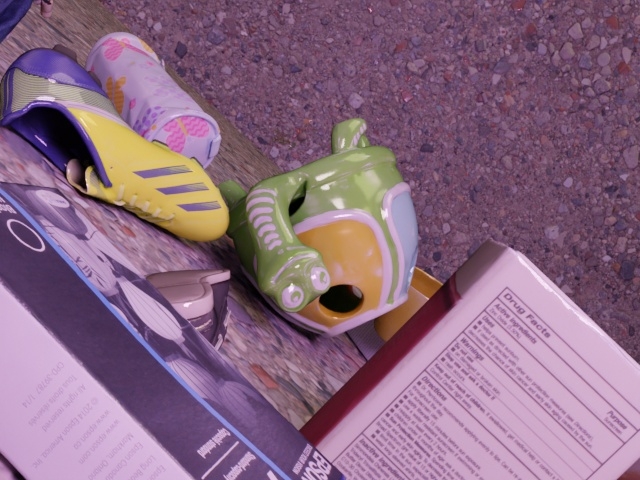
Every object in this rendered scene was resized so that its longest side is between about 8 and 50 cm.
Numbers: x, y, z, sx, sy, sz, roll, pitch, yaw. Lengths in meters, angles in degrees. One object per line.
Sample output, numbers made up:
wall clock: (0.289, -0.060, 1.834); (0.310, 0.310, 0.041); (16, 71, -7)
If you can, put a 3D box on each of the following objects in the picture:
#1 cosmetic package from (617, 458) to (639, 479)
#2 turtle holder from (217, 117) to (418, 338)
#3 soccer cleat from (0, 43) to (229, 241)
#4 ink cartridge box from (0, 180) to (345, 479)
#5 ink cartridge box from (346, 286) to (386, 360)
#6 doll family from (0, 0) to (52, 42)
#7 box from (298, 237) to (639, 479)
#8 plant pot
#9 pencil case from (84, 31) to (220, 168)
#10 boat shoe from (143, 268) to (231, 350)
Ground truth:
cosmetic package: (0.253, 0.187, 0.650); (0.153, 0.296, 0.129); (-21, 81, -36)
turtle holder: (0.016, -0.007, 0.962); (0.320, 0.243, 0.228); (138, -72, -79)
soccer cleat: (-0.205, -0.069, 0.794); (0.289, 0.093, 0.121); (44, 34, -38)
ink cartridge box: (-0.084, 0.098, 0.412); (0.332, 0.065, 0.165); (45, 5, 5)
ink cartridge box: (0.147, 0.181, 1.337); (0.324, 0.071, 0.330); (36, 8, -37)
doll family: (-0.339, -0.270, 0.806); (0.118, 0.163, 0.263); (45, 6, 14)
box: (0.096, 0.132, 0.543); (0.148, 0.232, 0.127); (44, 7, 1)
plant pot: (0.130, 0.104, 1.111); (0.134, 0.095, 0.134); (30, 15, -9)
pencil case: (-0.251, -0.201, 1.152); (0.124, 0.114, 0.273); (7, 31, -42)
boat shoe: (-0.109, 0.061, 0.625); (0.206, 0.075, 0.065); (-133, -142, -83)
